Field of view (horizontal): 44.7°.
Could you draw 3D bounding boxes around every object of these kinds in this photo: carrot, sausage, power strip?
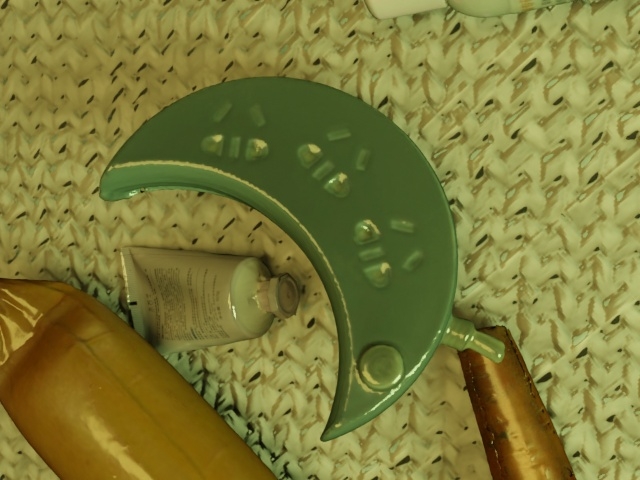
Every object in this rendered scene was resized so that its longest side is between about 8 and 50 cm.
[{"bbox_3d":[0.126,0.132,0.487,0.055,0.055,0.161,-18,85,18],"label":"carrot"},{"bbox_3d":[-0.130,0.136,0.535,0.328,0.112,0.112,45,107,8],"label":"sausage"},{"bbox_3d":[0.000,0.000,0.472,0.253,0.054,0.167,44,83,9],"label":"power strip"}]

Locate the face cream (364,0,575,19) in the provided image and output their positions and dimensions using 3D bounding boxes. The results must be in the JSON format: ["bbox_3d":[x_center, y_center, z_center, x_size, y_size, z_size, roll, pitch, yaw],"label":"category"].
[{"bbox_3d":[0.150,-0.174,0.421,0.269,0.082,0.082,-7,95,17],"label":"face cream"}]

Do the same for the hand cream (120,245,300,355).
[{"bbox_3d":[-0.079,0.040,0.542,0.142,0.053,0.084,-5,95,33],"label":"hand cream"}]
